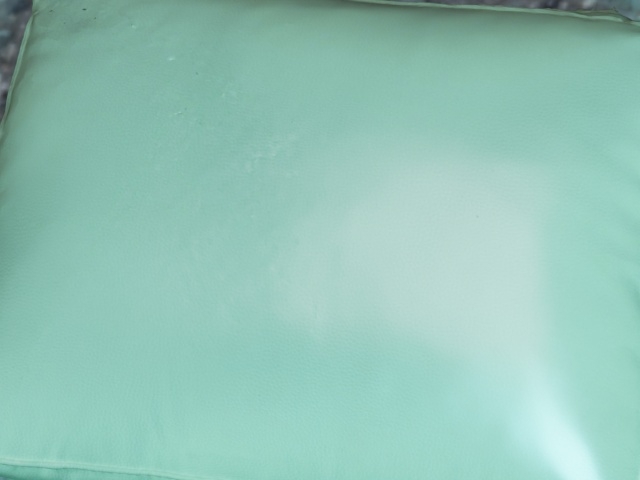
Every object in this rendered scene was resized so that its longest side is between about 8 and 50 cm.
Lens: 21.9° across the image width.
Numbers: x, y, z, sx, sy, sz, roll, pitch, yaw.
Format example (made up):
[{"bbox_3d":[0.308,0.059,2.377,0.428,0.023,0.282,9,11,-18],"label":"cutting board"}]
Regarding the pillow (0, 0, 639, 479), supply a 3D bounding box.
[{"bbox_3d":[0.000,0.000,0.748,0.322,0.120,0.255,7,75,12],"label":"pillow"}]
